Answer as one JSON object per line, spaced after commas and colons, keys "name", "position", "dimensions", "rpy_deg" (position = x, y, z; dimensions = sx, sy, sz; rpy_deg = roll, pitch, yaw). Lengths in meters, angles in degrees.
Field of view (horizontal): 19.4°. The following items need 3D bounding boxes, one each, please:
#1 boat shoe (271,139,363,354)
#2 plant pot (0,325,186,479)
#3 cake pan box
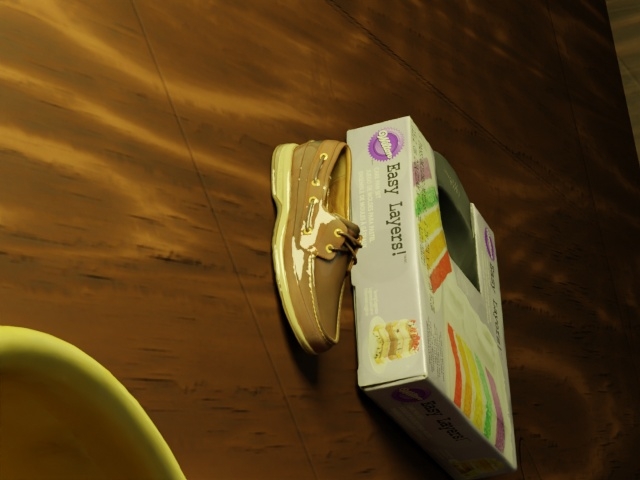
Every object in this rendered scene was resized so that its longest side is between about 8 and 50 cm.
{"name": "boat shoe", "position": [0.000, 0.000, 1.437], "dimensions": [0.064, 0.060, 0.178], "rpy_deg": [45, 37, -56]}
{"name": "plant pot", "position": [-0.174, 0.173, 0.575], "dimensions": [0.254, 0.239, 0.254], "rpy_deg": [-14, 90, -70]}
{"name": "cake pan box", "position": [0.099, 0.053, 1.671], "dimensions": [0.246, 0.070, 0.267], "rpy_deg": [52, 31, -54]}
